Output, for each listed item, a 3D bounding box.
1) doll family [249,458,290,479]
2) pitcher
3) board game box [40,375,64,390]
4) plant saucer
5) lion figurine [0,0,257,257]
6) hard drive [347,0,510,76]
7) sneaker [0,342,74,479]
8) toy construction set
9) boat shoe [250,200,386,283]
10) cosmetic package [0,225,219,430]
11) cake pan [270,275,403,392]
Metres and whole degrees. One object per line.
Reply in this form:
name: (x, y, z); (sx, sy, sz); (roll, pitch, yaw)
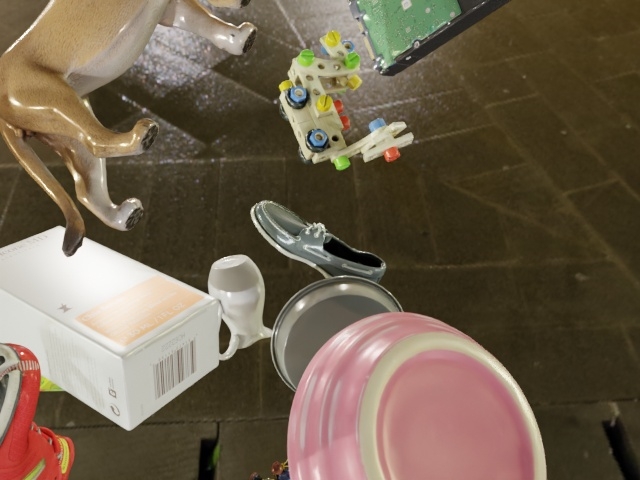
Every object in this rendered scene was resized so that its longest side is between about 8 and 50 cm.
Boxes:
doll family: (-0.087, 0.514, 1.371); (0.111, 0.193, 0.076); (39, 29, -14)
pitcher: (-0.199, 0.153, 1.468); (0.126, 0.207, 0.178); (0, 21, 34)
board game box: (-0.569, 0.297, 1.463); (0.092, 0.181, 0.043); (10, 58, -40)
plant saucer: (0.128, 0.231, 0.713); (0.332, 0.084, 0.332); (14, 59, -25)
lion figurine: (-0.216, -0.201, 0.627); (0.240, 0.142, 0.392); (31, 77, 5)
hard drive: (0.193, -0.456, 1.063); (0.064, 0.339, 0.236); (-10, 77, -50)
sneaker: (-0.282, 0.190, 0.584); (0.118, 0.279, 0.107); (-6, 43, -43)
toy construction set: (0.039, -0.269, 1.314); (0.215, 0.151, 0.327); (-19, 64, -21)
boat shoe: (0.000, 0.000, 1.387); (0.319, 0.099, 0.116); (36, 36, -4)
cosmetic package: (-0.435, 0.142, 1.216); (0.454, 0.161, 0.230); (20, 32, 28)
cake pan: (0.046, 0.219, 1.329); (0.293, 0.293, 0.054); (-8, 17, -8)
